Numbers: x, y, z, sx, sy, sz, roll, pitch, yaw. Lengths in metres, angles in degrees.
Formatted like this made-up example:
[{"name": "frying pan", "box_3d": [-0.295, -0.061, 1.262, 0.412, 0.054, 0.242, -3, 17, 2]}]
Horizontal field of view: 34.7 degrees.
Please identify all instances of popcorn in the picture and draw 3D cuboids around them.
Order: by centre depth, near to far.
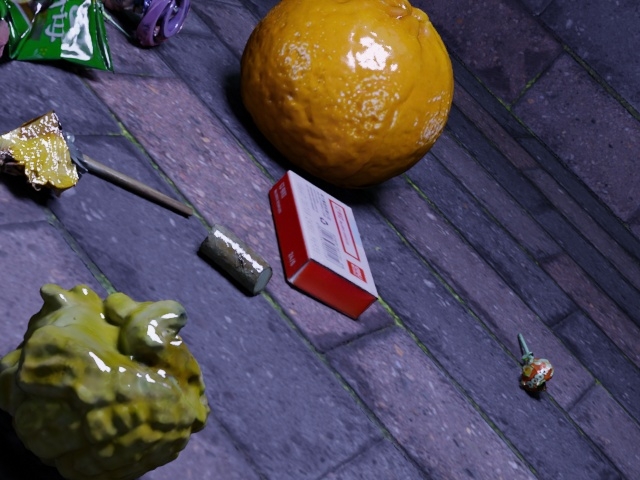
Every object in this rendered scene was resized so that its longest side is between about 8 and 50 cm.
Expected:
[{"name": "popcorn", "box_3d": [-0.177, 0.110, 0.817, 0.174, 0.142, 0.173, 13, 47, -15]}]

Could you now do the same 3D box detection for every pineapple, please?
[{"name": "pineapple", "box_3d": [-0.306, -0.095, 1.048, 0.114, 0.077, 0.114, -12, 52, -47]}]

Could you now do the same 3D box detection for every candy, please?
[{"name": "candy", "box_3d": [-0.342, -0.286, 1.284, 0.203, 0.078, 0.141, -3, 91, -58]}, {"name": "candy", "box_3d": [-0.314, -0.330, 1.527, 0.083, 0.025, 0.023, 41, 49, -26]}, {"name": "candy", "box_3d": [0.330, 0.185, 1.622, 0.049, 0.055, 0.184, 45, 13, -13]}]

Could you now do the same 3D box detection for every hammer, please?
[{"name": "hammer", "box_3d": [-0.224, -0.067, 1.197, 0.182, 0.017, 0.062, 28, 27, -34]}]

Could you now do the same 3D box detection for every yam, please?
[{"name": "yam", "box_3d": [-0.098, 0.022, 1.207, 0.094, 0.043, 0.043, 40, 22, -2]}]

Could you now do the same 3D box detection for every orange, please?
[{"name": "orange", "box_3d": [0.050, -0.254, 1.617, 0.341, 0.293, 0.340, 33, 26, -18]}]

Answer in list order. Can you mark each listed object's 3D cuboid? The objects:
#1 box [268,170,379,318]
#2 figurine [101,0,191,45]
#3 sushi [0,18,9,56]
[{"name": "box", "box_3d": [0.000, 0.000, 1.399, 0.123, 0.050, 0.229, 31, 24, -29]}, {"name": "figurine", "box_3d": [-0.266, -0.369, 1.555, 0.114, 0.126, 0.157, -31, 58, -34]}, {"name": "sushi", "box_3d": [-0.439, -0.248, 1.062, 0.241, 0.107, 0.161, 10, 35, -52]}]
